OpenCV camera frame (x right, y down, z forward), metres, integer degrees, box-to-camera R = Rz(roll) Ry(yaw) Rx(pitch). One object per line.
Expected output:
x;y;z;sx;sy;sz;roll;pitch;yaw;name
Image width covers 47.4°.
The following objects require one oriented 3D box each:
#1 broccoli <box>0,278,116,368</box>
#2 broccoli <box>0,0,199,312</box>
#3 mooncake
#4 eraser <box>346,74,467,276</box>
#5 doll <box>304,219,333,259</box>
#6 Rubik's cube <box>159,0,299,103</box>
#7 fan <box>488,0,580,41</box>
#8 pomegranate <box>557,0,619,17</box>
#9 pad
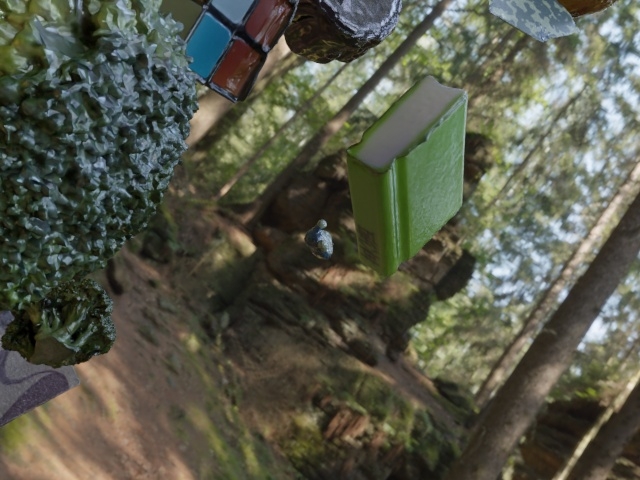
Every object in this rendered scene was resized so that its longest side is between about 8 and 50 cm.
-0.375;0.123;1.044;0.138;0.162;0.146;-102;-171;-66;broccoli
-0.231;-0.129;0.591;0.249;0.375;0.302;-27;-67;36;broccoli
0.030;-0.605;1.727;0.350;0.381;0.212;30;-25;-29;mooncake
0.140;-0.094;1.161;0.092;0.210;0.274;35;-22;28;eraser
0.000;0.000;1.503;0.050;0.076;0.083;-9;-28;16;doll
-0.166;-0.322;1.010;0.167;0.183;0.180;34;9;24;Rubik's cube
0.376;-0.406;1.289;0.009;0.240;0.131;-29;-114;53;fan
0.501;-0.575;1.421;0.281;0.281;0.281;35;-20;15;pomegranate
-0.576;0.210;1.198;0.004;0.330;0.220;-33;-93;37;pad
